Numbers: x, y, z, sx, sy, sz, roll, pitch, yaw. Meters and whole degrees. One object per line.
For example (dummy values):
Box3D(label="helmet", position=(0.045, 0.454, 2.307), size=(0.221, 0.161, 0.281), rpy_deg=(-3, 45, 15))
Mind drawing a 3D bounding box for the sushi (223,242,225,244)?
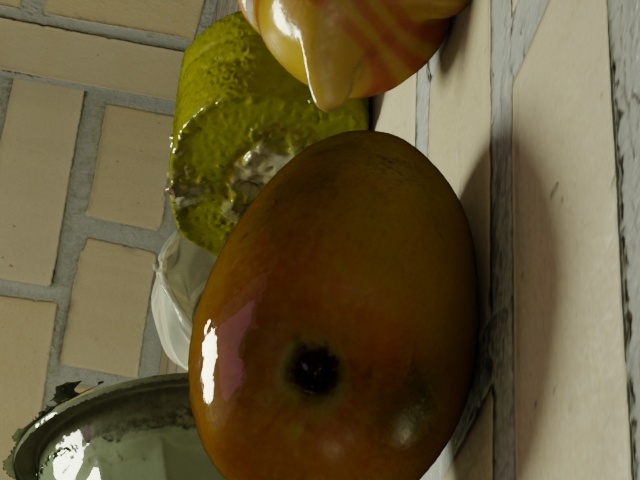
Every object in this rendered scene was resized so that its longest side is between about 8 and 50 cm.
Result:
Box3D(label="sushi", position=(-0.035, 0.047, 1.778), size=(0.212, 0.115, 0.147), rpy_deg=(129, 146, -72))

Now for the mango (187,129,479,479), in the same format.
Box3D(label="mango", position=(0.017, 0.043, 1.232), size=(0.317, 0.173, 0.211), rpy_deg=(-69, -12, -63))

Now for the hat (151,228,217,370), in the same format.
Box3D(label="hat", position=(-0.131, 0.099, 2.237), size=(0.226, 0.164, 0.219), rpy_deg=(113, 164, -52))

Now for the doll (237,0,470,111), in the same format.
Box3D(label="doll", position=(0.019, -0.200, 1.539), size=(0.167, 0.162, 0.269), rpy_deg=(-48, 8, 9))

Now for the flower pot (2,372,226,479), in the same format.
Box3D(label="flower pot", position=(-0.117, 0.278, 1.673), size=(0.290, 0.290, 0.259), rpy_deg=(110, 153, -54))

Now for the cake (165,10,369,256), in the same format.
Box3D(label="cake", position=(-0.057, -0.094, 1.862), size=(0.260, 0.179, 0.156), rpy_deg=(109, 169, -46))
